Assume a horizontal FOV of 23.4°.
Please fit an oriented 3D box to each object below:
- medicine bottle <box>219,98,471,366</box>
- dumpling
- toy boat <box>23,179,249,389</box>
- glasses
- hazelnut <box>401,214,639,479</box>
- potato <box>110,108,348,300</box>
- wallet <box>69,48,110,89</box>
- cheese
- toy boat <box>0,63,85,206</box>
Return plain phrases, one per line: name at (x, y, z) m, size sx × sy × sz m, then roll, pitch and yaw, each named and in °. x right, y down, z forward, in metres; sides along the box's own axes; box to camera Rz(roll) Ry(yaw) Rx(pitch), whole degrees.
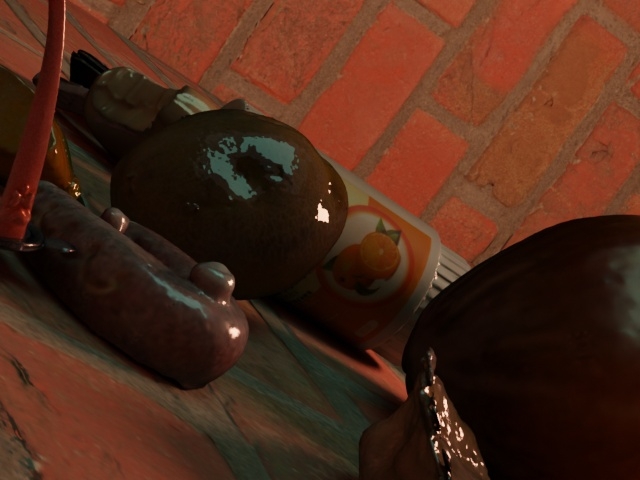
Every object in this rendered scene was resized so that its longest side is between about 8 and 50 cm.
medicine bottle at (0.000, 0.000, 1.630) m, size 0.318 × 0.158 × 0.158 m, roll 32°, pitch 7°, yaw -21°
dumpling at (0.069, 0.167, 1.082) m, size 0.332 × 0.086 × 0.166 m, roll -55°, pitch 123°, yaw -84°
toy boat at (-0.131, 0.018, 1.132) m, size 0.155 × 0.085 × 0.227 m, roll 31°, pitch 8°, yaw -44°
glasses at (-0.222, -0.141, 1.057) m, size 0.118 × 0.268 × 0.234 m, roll 6°, pitch 25°, yaw -37°
hazelnut at (0.255, 0.129, 1.476) m, size 0.372 × 0.315 × 0.372 m, roll 6°, pitch 0°, yaw 0°
potato at (-0.082, -0.035, 1.414) m, size 0.235 × 0.160 × 0.178 m, roll 5°, pitch 26°, yaw -36°
wallet at (-0.212, -0.137, 1.877) m, size 0.232 × 0.031 × 0.122 m, roll 38°, pitch -27°, yaw 10°
cheese at (-0.221, -0.138, 1.757) m, size 0.286 × 0.082 × 0.163 m, roll 23°, pitch -26°, yaw 29°
toy boat at (-0.286, -0.102, 1.282) m, size 0.229 × 0.089 × 0.088 m, roll 37°, pitch -31°, yaw 7°
